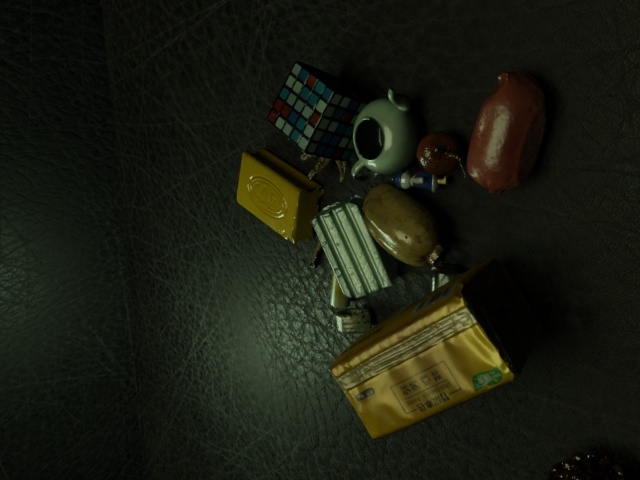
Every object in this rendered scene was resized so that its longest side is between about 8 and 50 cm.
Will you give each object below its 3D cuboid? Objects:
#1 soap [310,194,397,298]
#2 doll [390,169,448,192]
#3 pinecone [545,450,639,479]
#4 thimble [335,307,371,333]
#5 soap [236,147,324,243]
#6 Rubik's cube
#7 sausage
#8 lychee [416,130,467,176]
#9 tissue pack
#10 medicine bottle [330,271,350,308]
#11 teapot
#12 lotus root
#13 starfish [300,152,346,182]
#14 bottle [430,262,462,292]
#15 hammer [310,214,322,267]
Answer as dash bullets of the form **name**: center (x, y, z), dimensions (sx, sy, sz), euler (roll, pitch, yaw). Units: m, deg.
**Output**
- **soap**: center (0.091, 0.017, 1.730), dimensions (0.150, 0.094, 0.262), euler (-22, 95, 22)
- **doll**: center (0.240, -0.146, 1.549), dimensions (0.142, 0.098, 0.058), euler (4, 94, 23)
- **pinecone**: center (0.561, 0.556, 1.305), dimensions (0.221, 0.221, 0.222), euler (19, 116, 47)
- **thimble**: center (0.099, 0.234, 1.853), dimensions (0.109, 0.084, 0.062), euler (-4, 101, 35)
- **soap**: center (-0.136, -0.143, 2.018), dimensions (0.324, 0.096, 0.204), euler (35, 126, 40)
- **Rubik's cube**: center (0.002, -0.340, 1.686), dimensions (0.187, 0.184, 0.182), euler (43, 115, 32)
- **sausage**: center (0.386, -0.217, 1.318), dimensions (0.148, 0.148, 0.255), euler (35, 125, 40)
- **lychee**: center (0.286, -0.203, 1.476), dimensions (0.114, 0.101, 0.140), euler (46, 155, -11)
- **tissue pack**: center (0.258, 0.241, 1.407), dimensions (0.382, 0.293, 0.228), euler (-35, 85, 32)
- **medicine bottle**: center (0.067, 0.090, 1.864), dimensions (0.074, 0.074, 0.218), euler (30, 125, 42)
- **teapot**: center (0.159, -0.259, 1.592), dimensions (0.193, 0.129, 0.294), euler (53, 136, 28)
- **lotus root**: center (0.209, -0.033, 1.587), dimensions (0.146, 0.160, 0.284), euler (-47, 59, -1)
- **starfish**: center (0.024, -0.274, 1.818), dimensions (0.213, 0.057, 0.238), euler (46, 114, 25)
- **bottle**: center (0.309, 0.182, 1.589), dimensions (0.096, 0.079, 0.254), euler (-136, 42, -70)
- **hammer**: center (0.000, 0.000, 1.955), dimensions (0.078, 0.021, 0.201), euler (44, 131, 34)
